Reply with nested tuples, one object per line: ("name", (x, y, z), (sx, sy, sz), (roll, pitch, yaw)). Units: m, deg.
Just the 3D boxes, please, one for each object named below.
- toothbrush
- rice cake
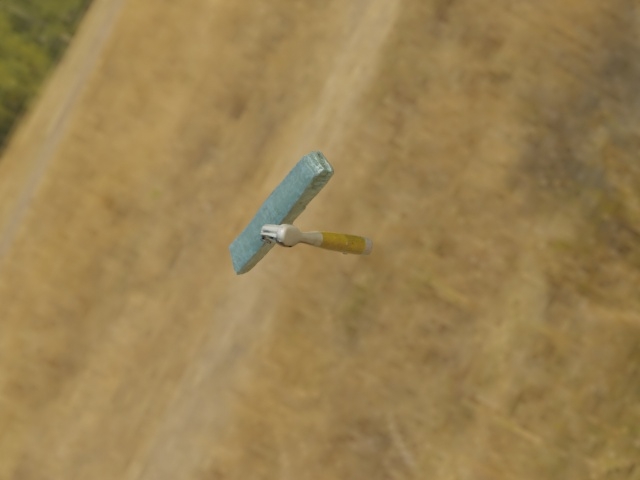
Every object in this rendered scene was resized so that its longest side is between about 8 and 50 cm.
("toothbrush", (0.000, 0.000, 1.762), (0.288, 0.024, 0.021), (8, -88, -73))
("rice cake", (-0.042, -0.026, 1.885), (0.029, 0.033, 0.171), (-9, -32, -45))
